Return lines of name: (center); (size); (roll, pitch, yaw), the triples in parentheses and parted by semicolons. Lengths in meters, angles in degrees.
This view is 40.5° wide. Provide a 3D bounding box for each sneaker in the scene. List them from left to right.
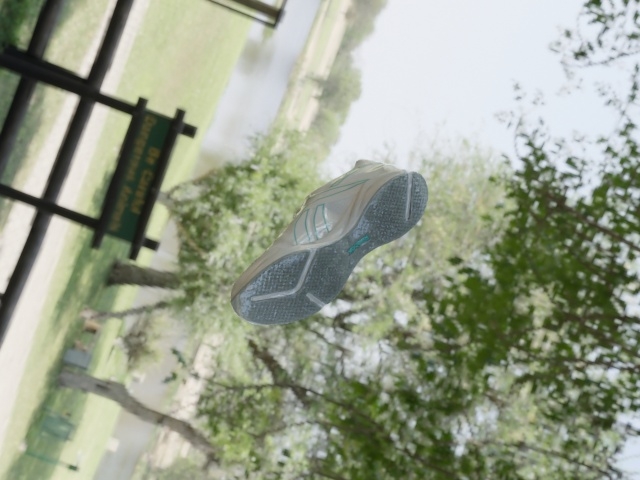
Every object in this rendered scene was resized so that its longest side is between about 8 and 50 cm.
sneaker: (0.000, 0.000, 0.582); (0.152, 0.054, 0.061); (-37, -143, -13)
